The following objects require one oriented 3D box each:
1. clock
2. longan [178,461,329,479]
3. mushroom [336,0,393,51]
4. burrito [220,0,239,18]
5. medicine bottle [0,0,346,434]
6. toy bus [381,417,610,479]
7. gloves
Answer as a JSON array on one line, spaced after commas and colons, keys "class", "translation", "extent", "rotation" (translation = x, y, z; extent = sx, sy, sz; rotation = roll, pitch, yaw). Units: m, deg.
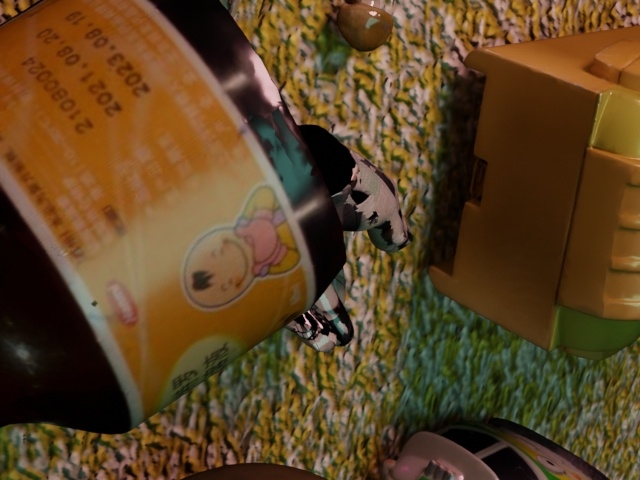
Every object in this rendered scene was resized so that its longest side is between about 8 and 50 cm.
[{"class": "clock", "translation": [0.259, -0.059, 1.544], "extent": [0.317, 0.200, 0.244], "rotation": [-22, 131, -48]}, {"class": "longan", "translation": [-0.044, 0.281, 1.357], "extent": [0.258, 0.258, 0.258], "rotation": [-24, 128, -36]}, {"class": "mushroom", "translation": [0.050, -0.277, 1.312], "extent": [0.068, 0.043, 0.306], "rotation": [-41, 141, -60]}, {"class": "burrito", "translation": [-0.076, -0.184, 1.209], "extent": [0.058, 0.063, 0.229], "rotation": [3, 113, -20]}, {"class": "medicine bottle", "translation": [-0.194, 0.027, 1.086], "extent": [0.395, 0.242, 0.242], "rotation": [-34, 134, -12]}, {"class": "toy bus", "translation": [0.098, 0.299, 1.607], "extent": [0.179, 0.143, 0.305], "rotation": [19, 99, -48]}, {"class": "gloves", "translation": [-0.008, -0.003, 1.359], "extent": [0.127, 0.111, 0.212], "rotation": [-53, 168, -18]}]
